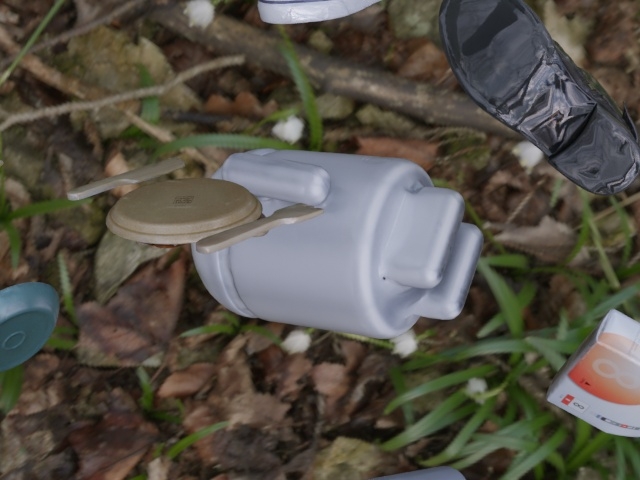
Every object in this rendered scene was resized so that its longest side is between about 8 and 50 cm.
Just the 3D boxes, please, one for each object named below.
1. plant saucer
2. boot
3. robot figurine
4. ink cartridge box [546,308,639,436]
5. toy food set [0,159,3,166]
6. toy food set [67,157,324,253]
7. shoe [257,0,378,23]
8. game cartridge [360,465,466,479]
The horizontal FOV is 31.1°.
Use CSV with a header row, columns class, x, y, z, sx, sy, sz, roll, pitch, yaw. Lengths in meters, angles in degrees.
class,x,y,z,sx,sy,sz,roll,pitch,yaw
plant saucer,-0.299,0.090,1.109,0.119,0.119,0.021,-26,60,-30
boot,0.226,-0.150,1.130,0.263,0.091,0.229,49,21,-1
robot figurine,0.000,0.000,1.308,0.200,0.353,0.300,-67,147,-27
ink cartridge box,0.307,0.149,1.034,0.179,0.145,0.045,32,62,9
toy food set,-0.365,-0.087,1.081,0.122,0.078,0.019,30,31,-43
toy food set,-0.103,-0.016,0.914,0.132,0.192,0.039,-21,119,-38
shoe,0.028,-0.222,0.866,0.178,0.063,0.081,-21,120,-24
game cartridge,0.134,0.373,1.148,0.198,0.062,0.297,2,62,-49
